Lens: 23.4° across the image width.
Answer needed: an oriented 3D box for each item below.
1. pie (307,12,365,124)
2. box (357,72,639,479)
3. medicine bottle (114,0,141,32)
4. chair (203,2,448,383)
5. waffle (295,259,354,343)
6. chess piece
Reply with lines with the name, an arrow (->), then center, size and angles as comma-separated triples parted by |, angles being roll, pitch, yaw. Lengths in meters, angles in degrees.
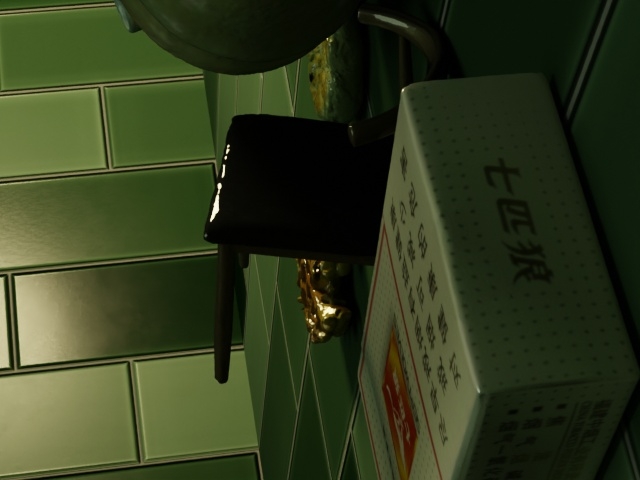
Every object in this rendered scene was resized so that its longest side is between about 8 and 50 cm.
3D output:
pie -> 0.011, -0.204, 1.520 | 0.187, 0.041, 0.187 | 175, 90, -82
box -> 0.094, 0.083, 0.963 | 0.330, 0.095, 0.210 | 98, 165, -54
medicine bottle -> -0.072, -0.277, 1.411 | 0.124, 0.258, 0.079 | 65, 170, 0
chair -> 0.002, -0.036, 1.199 | 0.188, 0.166, 0.272 | -82, -2, -54
waffle -> 0.000, 0.000, 1.706 | 0.231, 0.051, 0.229 | 119, 144, -77
chess piece -> -0.027, -0.268, 1.151 | 0.442, 0.234, 0.234 | 168, 96, -75
